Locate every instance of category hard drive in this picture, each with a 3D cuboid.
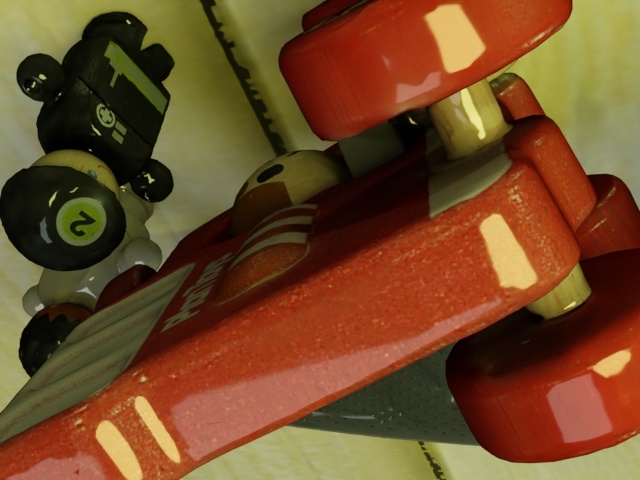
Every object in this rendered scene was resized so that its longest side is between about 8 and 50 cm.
[{"bbox_3d":[0.041,0.061,0.764,0.254,0.054,0.172,5,139,8],"label":"hard drive"}]

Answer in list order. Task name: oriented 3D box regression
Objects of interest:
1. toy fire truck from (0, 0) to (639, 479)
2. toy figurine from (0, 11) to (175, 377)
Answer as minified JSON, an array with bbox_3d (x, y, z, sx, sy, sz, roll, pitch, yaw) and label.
[{"bbox_3d":[0.000,0.000,0.506,0.254,0.302,0.169,-26,102,9],"label":"toy fire truck"},{"bbox_3d":[-0.188,-0.022,0.647,0.213,0.148,0.209,13,140,-3],"label":"toy figurine"}]
